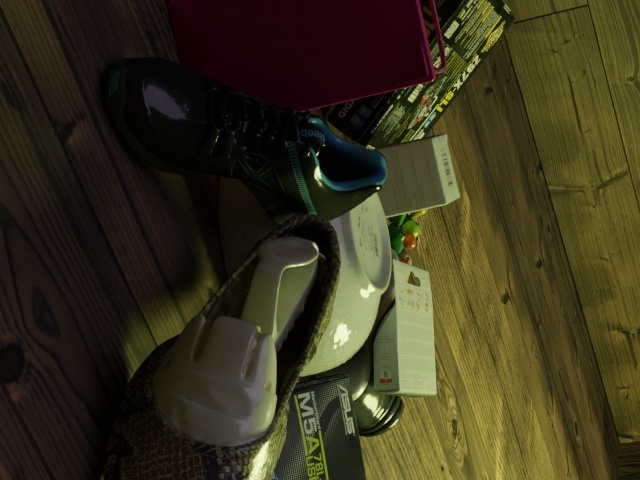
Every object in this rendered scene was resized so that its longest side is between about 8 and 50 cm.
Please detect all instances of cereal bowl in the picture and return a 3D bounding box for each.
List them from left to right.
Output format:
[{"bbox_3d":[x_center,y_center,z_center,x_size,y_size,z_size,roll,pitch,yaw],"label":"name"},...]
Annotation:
[{"bbox_3d":[0.000,0.000,1.676,0.339,0.141,0.339,-12,90,-71],"label":"cereal bowl"}]

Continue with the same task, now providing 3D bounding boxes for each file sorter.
[{"bbox_3d":[-0.009,-0.263,1.573,0.182,0.291,0.202,-31,109,-73],"label":"file sorter"}]

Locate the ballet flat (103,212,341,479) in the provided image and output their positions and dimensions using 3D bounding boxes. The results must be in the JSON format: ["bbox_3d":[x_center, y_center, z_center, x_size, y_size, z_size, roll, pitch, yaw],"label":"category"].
[{"bbox_3d":[-0.080,0.107,1.293,0.483,0.164,0.182,-61,174,-58],"label":"ballet flat"}]

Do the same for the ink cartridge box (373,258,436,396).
[{"bbox_3d":[0.113,0.124,1.785,0.145,0.045,0.179,19,65,-64],"label":"ink cartridge box"}]

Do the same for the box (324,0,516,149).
[{"bbox_3d":[0.166,-0.282,2.087,0.079,0.322,0.257,40,9,18],"label":"box"}]

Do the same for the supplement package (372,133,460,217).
[{"bbox_3d":[0.107,-0.091,1.967,0.105,0.179,0.105,-26,105,-70],"label":"supplement package"}]

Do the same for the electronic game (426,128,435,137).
[{"bbox_3d":[0.169,-0.189,2.401,0.229,0.048,0.229,-12,90,-70],"label":"electronic game"}]

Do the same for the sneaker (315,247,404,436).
[{"bbox_3d":[0.069,0.150,1.858,0.295,0.105,0.147,-75,150,-41],"label":"sneaker"}]

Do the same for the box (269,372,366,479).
[{"bbox_3d":[-0.023,0.262,1.514,0.184,0.045,0.190,-5,84,-46],"label":"box"}]

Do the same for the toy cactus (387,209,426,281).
[{"bbox_3d":[0.113,0.009,2.096,0.219,0.112,0.180,-82,172,-49],"label":"toy cactus"}]

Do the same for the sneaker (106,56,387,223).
[{"bbox_3d":[-0.074,-0.121,1.415,0.341,0.140,0.125,23,61,-38],"label":"sneaker"}]
